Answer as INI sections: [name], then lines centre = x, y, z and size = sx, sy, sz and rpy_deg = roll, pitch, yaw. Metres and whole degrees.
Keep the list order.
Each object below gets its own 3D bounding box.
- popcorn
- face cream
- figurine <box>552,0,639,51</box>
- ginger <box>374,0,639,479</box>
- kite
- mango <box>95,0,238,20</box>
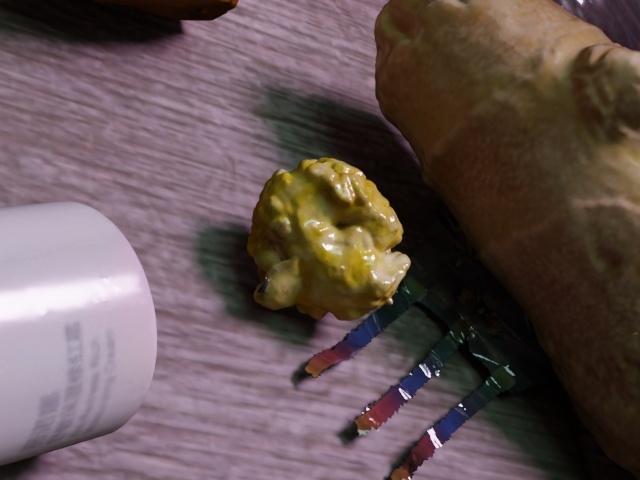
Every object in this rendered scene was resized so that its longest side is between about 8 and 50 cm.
[popcorn]
centre = 0.000, 0.000, 0.681
size = 0.084, 0.084, 0.084
rpy_deg = 24, 44, -25
[face cream]
centre = -0.211, 0.051, 0.419
size = 0.345, 0.102, 0.102
rpy_deg = -12, 66, -46
[figurine]
centre = 0.197, -0.114, 0.921
size = 0.245, 0.110, 0.138
rpy_deg = 38, 57, -20
[ginger]
centre = 0.156, 0.000, 0.734
size = 0.126, 0.190, 0.354
rpy_deg = -38, 97, -34
[kite]
centre = 0.079, 0.048, 0.747
size = 0.141, 0.015, 0.245
rpy_deg = 48, 38, 6
[mango]
centre = -0.127, -0.225, 0.703
size = 0.166, 0.136, 0.236
rpy_deg = -2, 54, -39
